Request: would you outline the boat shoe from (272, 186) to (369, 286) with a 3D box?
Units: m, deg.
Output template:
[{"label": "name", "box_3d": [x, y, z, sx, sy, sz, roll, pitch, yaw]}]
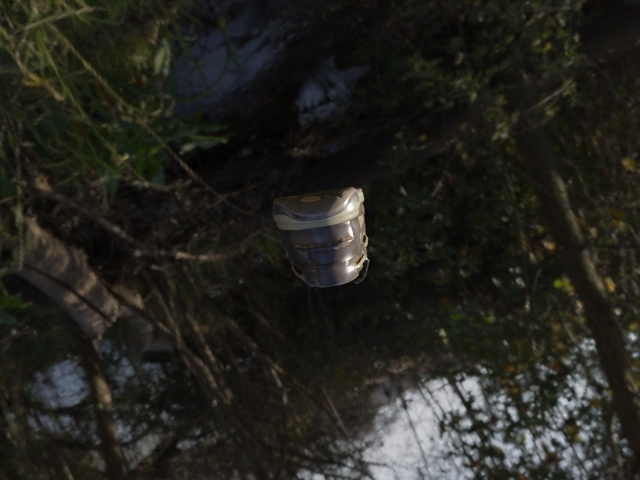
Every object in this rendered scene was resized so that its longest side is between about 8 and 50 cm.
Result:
[{"label": "boat shoe", "box_3d": [0.000, 0.000, 1.047, 0.132, 0.130, 0.355, -7, -177, 6]}]
